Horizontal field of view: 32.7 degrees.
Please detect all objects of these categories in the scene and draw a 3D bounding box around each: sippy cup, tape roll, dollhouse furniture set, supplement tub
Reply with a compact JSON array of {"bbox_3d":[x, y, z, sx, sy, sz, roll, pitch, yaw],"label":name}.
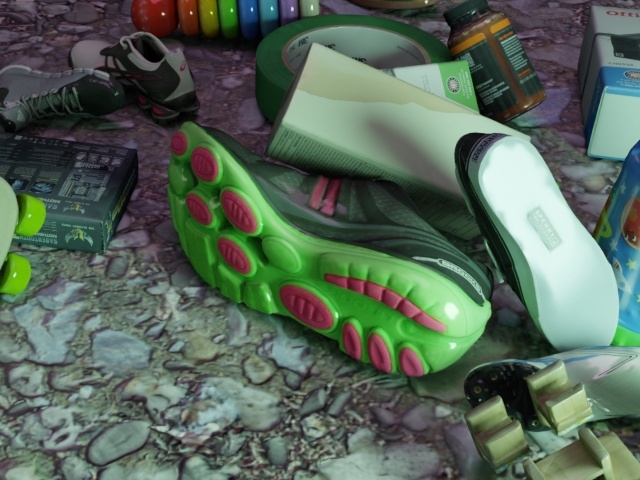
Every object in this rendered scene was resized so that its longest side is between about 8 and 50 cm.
[{"bbox_3d":[0.438,-0.006,1.332,0.305,0.224,0.240,-11,39,-19],"label":"sippy cup"},{"bbox_3d":[0.056,-0.263,1.760,0.321,0.077,0.321,3,36,-2],"label":"tape roll"},{"bbox_3d":[0.303,0.239,1.098,0.242,0.161,0.212,-28,42,-5],"label":"dollhouse furniture set"},{"bbox_3d":[0.267,-0.285,1.712,0.106,0.198,0.106,-28,5,3],"label":"supplement tub"}]

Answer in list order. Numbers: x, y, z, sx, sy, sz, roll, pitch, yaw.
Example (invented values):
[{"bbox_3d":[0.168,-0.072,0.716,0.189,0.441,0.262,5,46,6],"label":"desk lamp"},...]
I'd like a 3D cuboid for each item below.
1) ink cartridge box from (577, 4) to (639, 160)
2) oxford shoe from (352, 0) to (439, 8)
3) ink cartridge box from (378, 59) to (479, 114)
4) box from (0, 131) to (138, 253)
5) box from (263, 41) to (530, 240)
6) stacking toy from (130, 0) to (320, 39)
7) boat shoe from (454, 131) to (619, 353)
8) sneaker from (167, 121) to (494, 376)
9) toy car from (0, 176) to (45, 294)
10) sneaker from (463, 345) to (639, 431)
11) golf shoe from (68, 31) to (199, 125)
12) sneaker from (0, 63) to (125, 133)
[{"bbox_3d":[0.541,-0.252,1.754,0.223,0.129,0.307,7,36,5],"label":"ink cartridge box"},{"bbox_3d":[0.082,-0.542,2.111,0.348,0.130,0.123,25,41,27],"label":"oxford shoe"},{"bbox_3d":[0.113,-0.159,1.561,0.219,0.092,0.160,-8,80,-15],"label":"ink cartridge box"},{"bbox_3d":[-0.382,-0.070,1.488,0.232,0.059,0.183,7,36,3],"label":"box"},{"bbox_3d":[0.097,-0.123,1.425,0.311,0.148,0.121,23,73,-9],"label":"box"},{"bbox_3d":[-0.168,-0.404,1.918,0.330,0.141,0.141,-5,37,-1],"label":"stacking toy"},{"bbox_3d":[0.244,0.007,1.279,0.113,0.306,0.105,-40,21,-8],"label":"boat shoe"},{"bbox_3d":[0.000,0.000,1.357,0.482,0.185,0.202,33,34,23],"label":"sneaker"},{"bbox_3d":[-0.464,-0.014,1.347,0.188,0.149,0.155,4,-13,41],"label":"toy car"},{"bbox_3d":[0.276,0.161,1.223,0.237,0.085,0.086,-3,10,-3],"label":"sneaker"},{"bbox_3d":[-0.299,-0.287,1.744,0.272,0.120,0.105,26,43,30],"label":"golf shoe"},{"bbox_3d":[-0.417,-0.199,1.655,0.228,0.086,0.132,6,40,21],"label":"sneaker"}]
